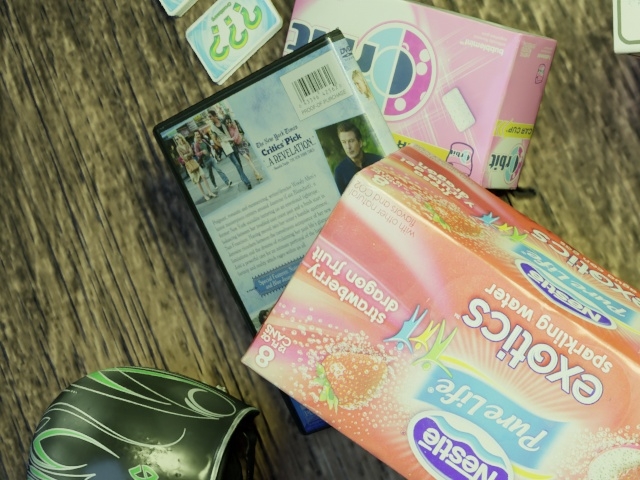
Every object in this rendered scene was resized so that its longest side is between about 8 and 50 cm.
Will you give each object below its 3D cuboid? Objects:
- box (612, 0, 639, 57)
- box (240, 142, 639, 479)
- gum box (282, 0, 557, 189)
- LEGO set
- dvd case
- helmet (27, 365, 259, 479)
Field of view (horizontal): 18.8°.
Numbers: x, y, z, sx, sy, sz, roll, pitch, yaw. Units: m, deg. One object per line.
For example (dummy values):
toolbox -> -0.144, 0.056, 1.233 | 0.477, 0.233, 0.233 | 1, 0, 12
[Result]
box -> 0.332, -0.154, 1.117 | 0.290, 0.169, 0.087 | -1, 90, 30
box -> 0.123, 0.088, 1.217 | 0.300, 0.142, 0.154 | 35, 109, 8
gum box -> 0.057, -0.113, 1.344 | 0.188, 0.062, 0.107 | 20, 100, 29
LEGO set -> -0.050, -0.257, 1.412 | 0.244, 0.060, 0.182 | -39, 73, 27
dvd case -> 0.000, 0.000, 1.355 | 0.180, 0.022, 0.253 | -24, 93, 38
helmet -> -0.136, 0.169, 1.417 | 0.161, 0.169, 0.169 | 9, 96, 14
